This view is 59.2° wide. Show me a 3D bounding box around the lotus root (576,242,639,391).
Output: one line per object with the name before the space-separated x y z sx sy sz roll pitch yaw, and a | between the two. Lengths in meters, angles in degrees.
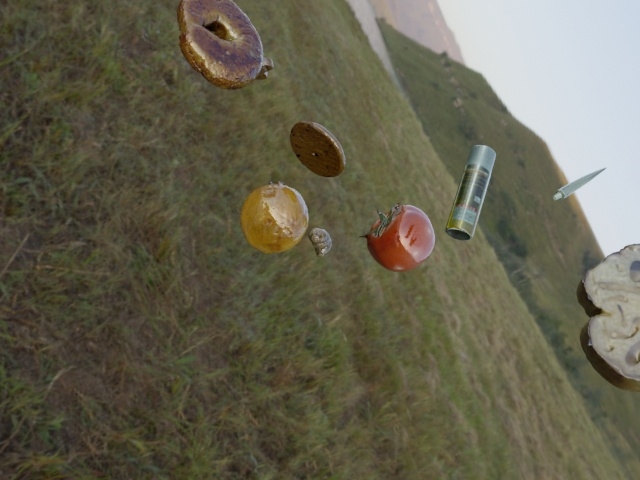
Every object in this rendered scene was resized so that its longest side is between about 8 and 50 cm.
lotus root | 0.839 0.188 1.409 0.391 0.374 0.111 -70 154 -22

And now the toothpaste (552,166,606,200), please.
toothpaste | 0.734 -0.162 1.604 0.029 0.197 0.048 61 -18 1

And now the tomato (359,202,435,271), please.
tomato | 0.293 -0.007 2.065 0.224 0.255 0.256 47 20 -19

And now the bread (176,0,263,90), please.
bread | -0.180 -0.355 1.009 0.193 0.063 0.194 23 56 -40

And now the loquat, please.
loquat | -0.147 -0.071 1.826 0.193 0.238 0.239 -88 153 -84

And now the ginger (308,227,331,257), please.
ginger | 0.000 0.000 2.363 0.204 0.080 0.105 68 34 -67

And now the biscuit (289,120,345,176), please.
biscuit | -0.008 -0.284 1.760 0.036 0.212 0.212 -48 122 -29

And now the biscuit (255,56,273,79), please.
biscuit | -0.232 -0.525 1.665 0.236 0.179 0.039 53 38 -81

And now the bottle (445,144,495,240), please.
bottle | 0.444 -0.143 1.659 0.082 0.082 0.286 46 60 -54
